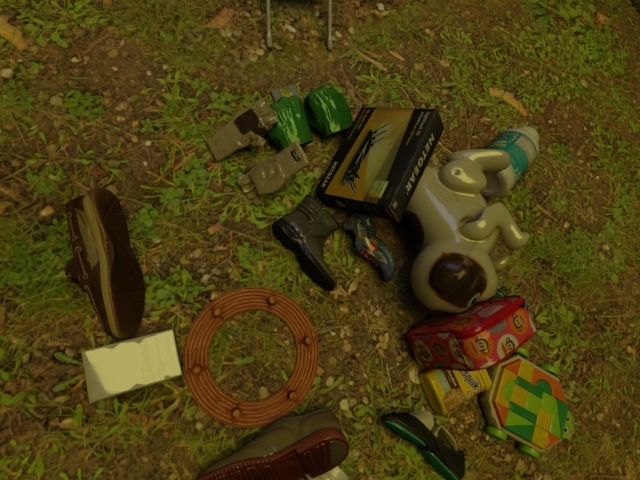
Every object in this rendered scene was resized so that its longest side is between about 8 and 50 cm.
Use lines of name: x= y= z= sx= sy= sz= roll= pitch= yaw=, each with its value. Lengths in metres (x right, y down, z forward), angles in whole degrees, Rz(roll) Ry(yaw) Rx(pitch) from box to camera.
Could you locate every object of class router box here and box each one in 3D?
router box: x=0.160 y=-0.219 z=1.094 sx=0.081 sy=0.243 sz=0.308 roll=45 pitch=67 yaw=-49

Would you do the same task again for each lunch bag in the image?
lunch bag: x=0.392 y=0.230 z=1.038 sx=0.258 sy=0.293 sz=0.120 roll=-22 pitch=86 yaw=-26

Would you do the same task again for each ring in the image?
ring: x=-0.161 y=0.280 z=0.983 sx=0.337 sy=0.032 sz=0.336 roll=4 pitch=74 yaw=-16

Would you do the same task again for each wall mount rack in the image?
wall mount rack: x=-0.080 y=-0.756 z=1.233 sx=0.350 sy=0.130 sz=0.303 roll=-9 pitch=76 yaw=-20

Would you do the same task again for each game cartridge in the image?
game cartridge: x=-0.102 y=-0.430 z=1.194 sx=0.083 sy=0.017 sz=0.055 roll=-21 pitch=87 yaw=-22

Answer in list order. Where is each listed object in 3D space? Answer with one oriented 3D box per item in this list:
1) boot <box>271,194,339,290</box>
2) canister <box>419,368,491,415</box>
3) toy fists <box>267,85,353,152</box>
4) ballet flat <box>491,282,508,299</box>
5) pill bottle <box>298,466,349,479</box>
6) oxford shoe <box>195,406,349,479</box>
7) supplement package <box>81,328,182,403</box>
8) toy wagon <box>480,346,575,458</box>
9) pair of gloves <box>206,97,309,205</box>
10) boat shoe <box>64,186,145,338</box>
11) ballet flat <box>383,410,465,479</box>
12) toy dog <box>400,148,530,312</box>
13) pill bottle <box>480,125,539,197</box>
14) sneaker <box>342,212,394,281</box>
boot: x=0.000 y=0.000 z=1.086 sx=0.161 sy=0.083 sz=0.246 roll=-39 pitch=92 yaw=-29
canister: x=0.372 y=0.388 z=1.109 sx=0.170 sy=0.073 sz=0.126 roll=-21 pitch=83 yaw=-20
toy fists: x=-0.036 y=-0.354 z=1.156 sx=0.279 sy=0.096 sz=0.142 roll=-25 pitch=98 yaw=-23
ballet flat: x=0.505 y=0.120 z=1.236 sx=0.188 sy=0.070 sz=0.070 roll=48 pitch=67 yaw=-4
pill bottle: x=-0.022 y=0.587 z=0.908 sx=0.108 sy=0.108 sz=0.180 roll=48 pitch=67 yaw=-2
oxford shoe: x=-0.113 y=0.489 z=0.914 sx=0.349 sy=0.130 sz=0.122 roll=-15 pitch=113 yaw=-7
supplement package: x=-0.400 y=0.265 z=0.867 sx=0.180 sy=0.105 sz=0.105 roll=-11 pitch=81 yaw=-21
toy wagon: x=0.628 y=0.485 z=1.171 sx=0.345 sy=0.068 sz=0.267 roll=30 pitch=69 yaw=-9
pair of gloves: x=-0.167 y=-0.237 z=1.067 sx=0.204 sy=0.042 sz=0.240 roll=-38 pitch=85 yaw=10
boat shoe: x=-0.497 y=0.058 z=0.898 sx=0.123 sy=0.123 sz=0.341 roll=-16 pitch=87 yaw=9
ballet flat: x=0.274 y=0.509 z=1.042 sx=0.280 sy=0.095 sz=0.096 roll=46 pitch=57 yaw=-14
toy dog: x=0.340 y=-0.013 z=1.057 sx=0.396 sy=0.284 sz=0.407 roll=8 pitch=62 yaw=-10
pill bottle: x=0.614 y=-0.270 z=1.319 sx=0.146 sy=0.146 sz=0.264 roll=48 pitch=67 yaw=-2
sneaker: x=0.134 y=0.021 z=1.131 sx=0.087 sy=0.083 sz=0.221 roll=-29 pitch=86 yaw=-4
